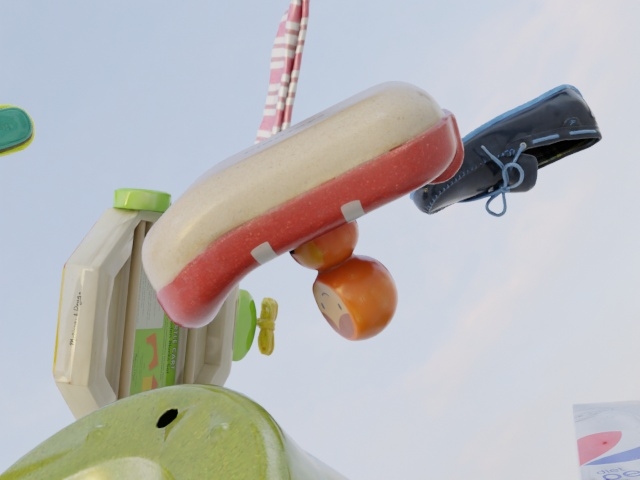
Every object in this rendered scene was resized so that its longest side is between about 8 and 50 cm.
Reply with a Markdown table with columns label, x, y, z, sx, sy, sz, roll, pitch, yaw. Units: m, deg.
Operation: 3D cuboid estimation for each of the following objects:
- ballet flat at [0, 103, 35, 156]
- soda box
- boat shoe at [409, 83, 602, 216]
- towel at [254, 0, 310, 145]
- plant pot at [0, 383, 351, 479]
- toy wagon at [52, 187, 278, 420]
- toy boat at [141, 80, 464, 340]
| label | x | y | z | sx | sy | sz | roll | pitch | yaw |
| --- | --- | --- | --- | --- | --- | --- | --- | --- | --- |
| ballet flat | -0.441 | -0.105 | 1.223 | 0.231 | 0.077 | 0.077 | -15 | -88 | -27 |
| soda box | 0.253 | 0.208 | 0.851 | 0.286 | 0.091 | 0.098 | -33 | -63 | -76 |
| boat shoe | 0.225 | -0.098 | 1.251 | 0.258 | 0.089 | 0.109 | -32 | -16 | -13 |
| towel | -0.044 | -0.157 | 1.111 | 0.029 | 0.144 | 0.197 | 10 | -89 | -9 |
| plant pot | -0.030 | 0.273 | 0.549 | 0.366 | 0.366 | 0.353 | -39 | -62 | -10 |
| toy wagon | -0.147 | 0.091 | 1.110 | 0.344 | 0.068 | 0.267 | 10 | -95 | -67 |
| toy boat | 0.000 | 0.000 | 0.722 | 0.231 | 0.151 | 0.151 | -26 | -81 | 6 |
